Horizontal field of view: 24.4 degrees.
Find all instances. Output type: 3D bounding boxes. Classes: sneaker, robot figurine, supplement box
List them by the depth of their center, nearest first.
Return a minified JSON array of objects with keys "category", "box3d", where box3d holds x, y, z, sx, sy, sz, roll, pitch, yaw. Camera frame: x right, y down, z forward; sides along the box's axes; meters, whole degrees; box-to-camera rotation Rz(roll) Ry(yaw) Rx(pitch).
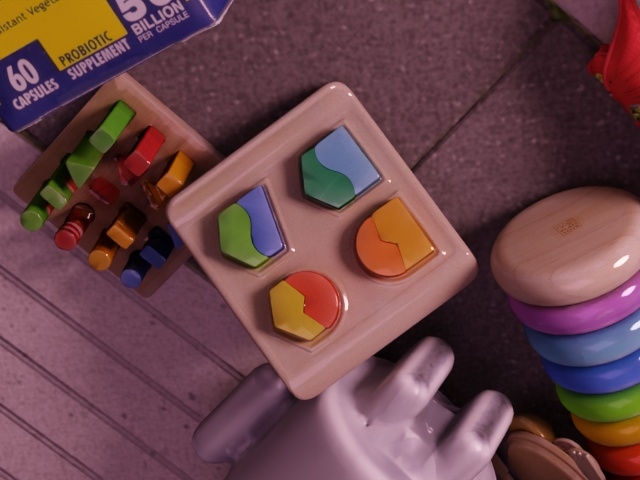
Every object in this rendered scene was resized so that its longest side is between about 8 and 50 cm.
[{"category":"supplement box","box3d":[-0.228,-0.298,1.108,0.194,0.195,0.356,-26,110,21]},{"category":"sneaker","box3d":[0.274,-0.125,1.185,0.118,0.107,0.279,3,116,29]},{"category":"robot figurine","box3d":[0.020,0.246,1.346,0.300,0.200,0.353,45,117,6]}]

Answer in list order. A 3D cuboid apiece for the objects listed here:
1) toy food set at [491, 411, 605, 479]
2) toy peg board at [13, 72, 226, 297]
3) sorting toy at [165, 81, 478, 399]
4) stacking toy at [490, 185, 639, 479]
[{"category":"toy food set","box3d":[0.220,0.208,1.339,0.038,0.192,0.132,-44,111,-19]},{"category":"toy peg board","box3d":[-0.173,-0.033,1.303,0.160,0.079,0.161,41,117,-12]},{"category":"sorting toy","box3d":[0.000,0.000,1.248,0.193,0.038,0.208,-36,87,2]},{"category":"stacking toy","box3d":[0.263,0.120,1.291,0.141,0.141,0.330,-16,120,17]}]
